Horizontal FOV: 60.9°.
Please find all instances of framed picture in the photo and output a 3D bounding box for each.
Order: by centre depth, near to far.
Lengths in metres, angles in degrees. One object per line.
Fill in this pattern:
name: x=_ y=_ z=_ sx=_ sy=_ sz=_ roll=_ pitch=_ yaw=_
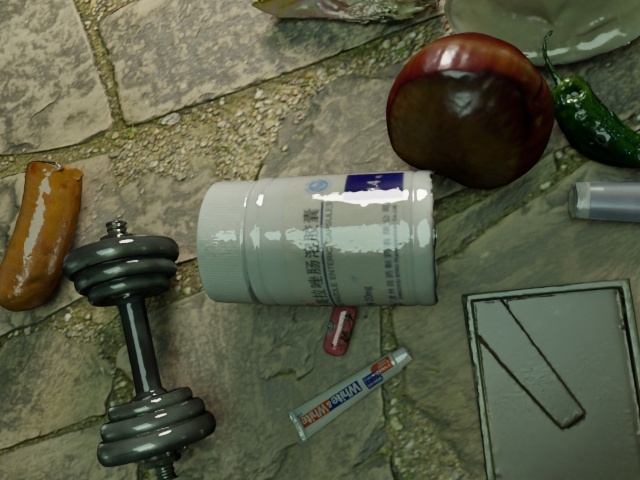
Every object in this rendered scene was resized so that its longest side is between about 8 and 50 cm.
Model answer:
framed picture: x=0.336 y=0.220 z=0.768 sx=0.231 sy=0.024 sz=0.315 roll=-7 pitch=83 yaw=13

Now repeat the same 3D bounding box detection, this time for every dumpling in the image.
dumpling: x=0.361 y=-0.410 z=0.736 sx=0.315 sy=0.233 sz=0.395 roll=46 pitch=114 yaw=9

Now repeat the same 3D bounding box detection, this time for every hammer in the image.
hammer: x=0.029 y=0.137 z=0.841 sx=0.043 sy=0.043 sz=0.083 roll=17 pitch=88 yaw=15

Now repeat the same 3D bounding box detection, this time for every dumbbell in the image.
dumbbell: x=-0.279 y=0.164 z=0.843 sx=0.179 sy=0.179 sz=0.406 roll=-17 pitch=80 yaw=11

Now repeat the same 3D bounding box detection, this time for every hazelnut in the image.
hazelnut: x=0.214 y=-0.185 z=0.763 sx=0.229 sy=0.229 sz=0.230 roll=-2 pitch=83 yaw=13

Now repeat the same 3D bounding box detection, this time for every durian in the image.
durian: x=0.041 y=-0.481 z=0.885 sx=0.305 sy=0.185 sz=0.196 roll=1 pitch=61 yaw=22

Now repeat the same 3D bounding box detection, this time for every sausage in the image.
sausage: x=-0.490 y=-0.006 z=0.954 sx=0.108 sy=0.109 sz=0.271 roll=14 pitch=87 yaw=15

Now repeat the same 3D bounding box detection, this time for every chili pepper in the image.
chili pepper: x=0.399 y=-0.164 z=0.750 sx=0.278 sy=0.065 sz=0.122 roll=35 pitch=129 yaw=12

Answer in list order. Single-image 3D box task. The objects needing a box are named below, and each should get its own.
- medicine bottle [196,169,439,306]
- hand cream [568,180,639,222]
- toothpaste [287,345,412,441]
medicine bottle: x=0.000 y=0.000 z=0.787 sx=0.332 sy=0.190 sz=0.190 roll=-2 pitch=83 yaw=13
hand cream: x=0.482 y=-0.052 z=0.750 sx=0.255 sy=0.048 sz=0.079 roll=1 pitch=83 yaw=13
toothpaste: x=0.046 y=0.231 z=0.834 sx=0.218 sy=0.033 sz=0.052 roll=-37 pitch=73 yaw=12
